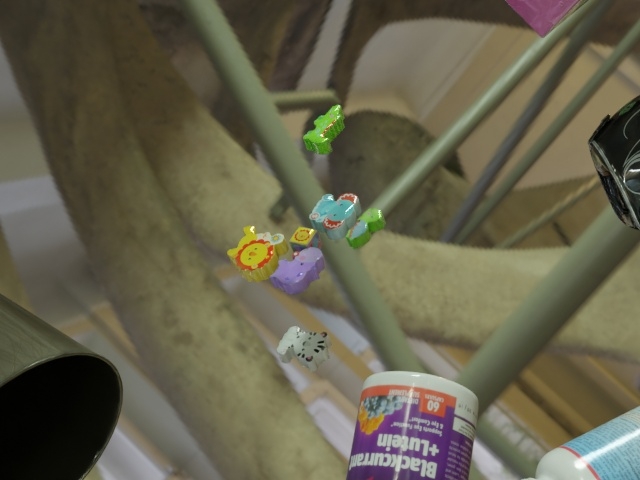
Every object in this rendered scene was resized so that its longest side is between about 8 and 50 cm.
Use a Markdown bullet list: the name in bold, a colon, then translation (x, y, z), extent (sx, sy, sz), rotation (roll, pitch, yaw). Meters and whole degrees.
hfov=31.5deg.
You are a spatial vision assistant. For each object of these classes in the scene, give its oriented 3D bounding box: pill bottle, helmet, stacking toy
- **pill bottle**: translation (0.227, 0.190, 0.886), extent (0.160, 0.087, 0.087), rotation (-22, -19, -17)
- **pill bottle**: translation (0.074, 0.222, 0.997), extent (0.108, 0.108, 0.194), rotation (105, 176, -67)
- **helmet**: translation (0.379, -0.081, 1.179), extent (0.161, 0.169, 0.169), rotation (-26, -9, 7)
- **stacking toy**: translation (0.000, 0.000, 1.134), extent (0.221, 0.052, 0.167), rotation (-59, -35, -31)

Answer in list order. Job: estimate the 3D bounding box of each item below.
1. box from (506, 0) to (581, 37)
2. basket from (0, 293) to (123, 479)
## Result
- **box**: translation (0.277, -0.332, 1.095), extent (0.213, 0.117, 0.243), rotation (-45, -3, 33)
- **basket**: translation (-0.308, 0.120, 0.978), extent (0.204, 0.227, 0.154), rotation (-47, -39, -7)
